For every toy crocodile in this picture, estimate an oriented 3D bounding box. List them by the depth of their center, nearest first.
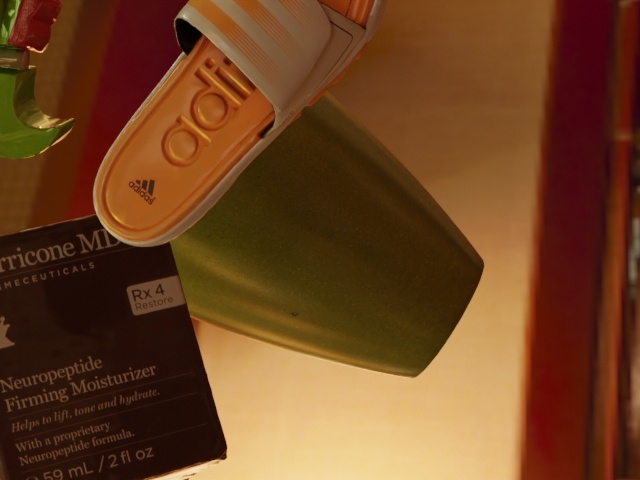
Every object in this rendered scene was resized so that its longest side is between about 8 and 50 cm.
[{"bbox_3d":[-0.217,-0.229,1.216,0.115,0.105,0.341,-5,-78,-81],"label":"toy crocodile"}]

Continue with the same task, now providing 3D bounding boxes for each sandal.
[{"bbox_3d":[-0.055,-0.102,1.074,0.265,0.102,0.076,-53,-10,9],"label":"sandal"}]

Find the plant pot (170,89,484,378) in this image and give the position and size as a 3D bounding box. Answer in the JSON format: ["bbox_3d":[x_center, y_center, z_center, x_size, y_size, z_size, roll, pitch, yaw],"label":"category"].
[{"bbox_3d":[0.000,0.000,1.657,0.275,0.293,0.275,-59,3,6],"label":"plant pot"}]

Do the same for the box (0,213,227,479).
[{"bbox_3d":[-0.190,0.100,1.323,0.167,0.168,0.203,139,116,-69],"label":"box"}]
